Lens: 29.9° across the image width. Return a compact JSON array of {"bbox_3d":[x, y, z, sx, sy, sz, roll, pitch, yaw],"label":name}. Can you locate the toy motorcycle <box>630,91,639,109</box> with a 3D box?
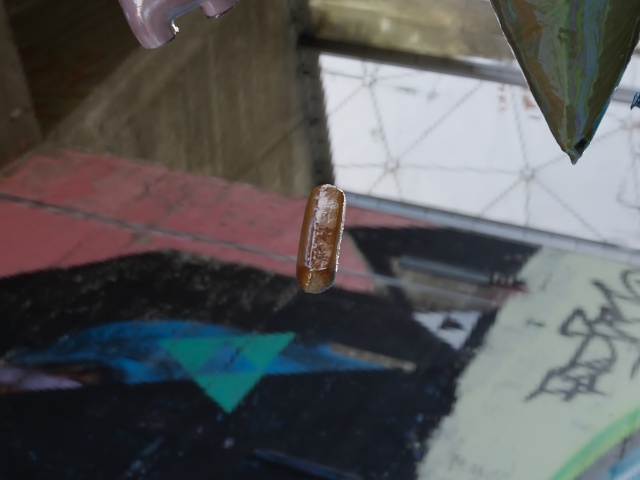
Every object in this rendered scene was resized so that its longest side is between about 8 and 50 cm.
[{"bbox_3d":[0.435,-0.230,1.299,0.272,0.123,0.182,-66,9,-12],"label":"toy motorcycle"}]

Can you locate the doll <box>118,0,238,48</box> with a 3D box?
[{"bbox_3d":[-0.218,-0.433,1.656,0.268,0.216,0.284,62,179,-39],"label":"doll"}]

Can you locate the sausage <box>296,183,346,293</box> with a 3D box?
[{"bbox_3d":[0.000,0.000,1.175,0.131,0.041,0.039,-81,9,-45],"label":"sausage"}]

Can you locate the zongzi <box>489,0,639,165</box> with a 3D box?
[{"bbox_3d":[0.071,-0.162,0.448,0.289,0.154,0.317,-18,-65,-52],"label":"zongzi"}]
